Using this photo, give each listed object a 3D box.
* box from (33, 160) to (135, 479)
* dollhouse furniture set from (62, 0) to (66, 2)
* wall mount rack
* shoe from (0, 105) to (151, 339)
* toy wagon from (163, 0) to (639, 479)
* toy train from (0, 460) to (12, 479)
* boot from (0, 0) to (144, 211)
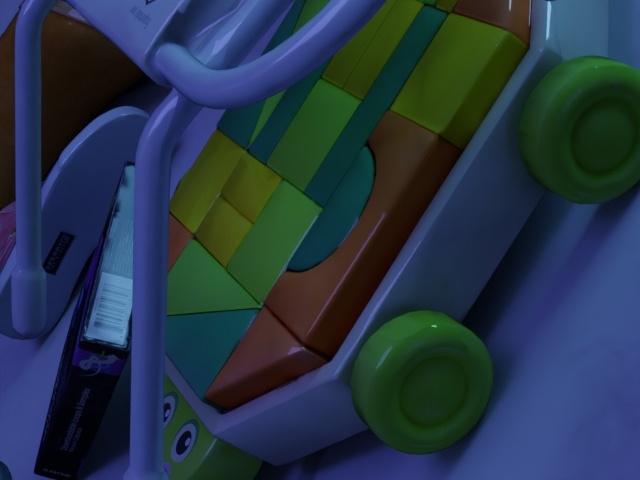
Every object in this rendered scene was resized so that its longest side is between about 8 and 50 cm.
[{"bbox_3d":[-0.122,0.049,0.772,0.162,0.029,0.116,118,164,-51],"label":"box"},{"bbox_3d":[-0.121,-0.354,1.036,0.286,0.198,0.303,-25,43,45],"label":"dollhouse furniture set"},{"bbox_3d":[-0.051,-0.064,0.582,0.304,0.130,0.350,-50,31,2],"label":"wall mount rack"},{"bbox_3d":[-0.174,-0.024,0.942,0.178,0.063,0.081,-57,34,12],"label":"shoe"},{"bbox_3d":[0.000,0.000,0.646,0.344,0.068,0.267,-57,29,3],"label":"toy wagon"},{"bbox_3d":[-0.203,0.212,0.707,0.334,0.142,0.190,9,82,57],"label":"toy train"},{"bbox_3d":[-0.223,-0.059,1.032,0.295,0.104,0.211,1,69,63],"label":"boot"}]
